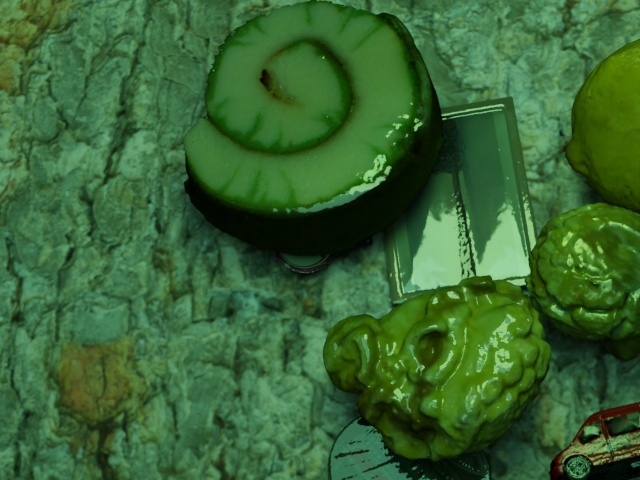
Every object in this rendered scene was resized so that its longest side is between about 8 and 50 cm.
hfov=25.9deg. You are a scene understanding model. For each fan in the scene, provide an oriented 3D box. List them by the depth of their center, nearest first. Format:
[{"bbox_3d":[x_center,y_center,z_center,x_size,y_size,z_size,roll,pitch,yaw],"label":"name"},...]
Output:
[{"bbox_3d":[0.130,0.278,1.836,0.223,0.012,0.294,18,72,17],"label":"fan"}]

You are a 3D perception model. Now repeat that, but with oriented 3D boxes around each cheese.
[{"bbox_3d":[0.000,0.000,1.947,0.145,0.038,0.095,-10,68,6],"label":"cheese"}]

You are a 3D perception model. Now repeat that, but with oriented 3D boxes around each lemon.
[{"bbox_3d":[0.469,-0.153,1.827,0.284,0.260,0.260,5,70,6],"label":"lemon"}]

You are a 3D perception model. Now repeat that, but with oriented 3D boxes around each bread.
[{"bbox_3d":[-0.020,-0.156,1.946,0.382,0.129,0.366,-29,58,-3],"label":"bread"}]

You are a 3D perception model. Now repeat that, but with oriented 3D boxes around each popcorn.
[{"bbox_3d":[0.156,0.173,1.770,0.286,0.173,0.225,-16,53,1],"label":"popcorn"},{"bbox_3d":[0.365,0.060,1.803,0.198,0.212,0.198,-21,40,18],"label":"popcorn"}]

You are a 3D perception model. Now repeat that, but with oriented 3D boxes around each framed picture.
[{"bbox_3d":[0.189,-0.057,1.953,0.213,0.016,0.289,-8,68,5],"label":"framed picture"}]

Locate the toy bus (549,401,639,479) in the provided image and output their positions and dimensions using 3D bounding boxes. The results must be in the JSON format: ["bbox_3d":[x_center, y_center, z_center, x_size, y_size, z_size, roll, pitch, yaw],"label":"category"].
[{"bbox_3d":[0.383,0.262,1.769,0.195,0.081,0.089,-14,58,3],"label":"toy bus"}]
